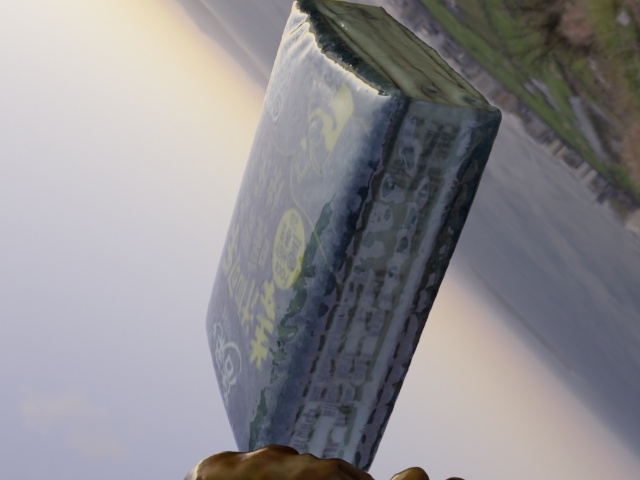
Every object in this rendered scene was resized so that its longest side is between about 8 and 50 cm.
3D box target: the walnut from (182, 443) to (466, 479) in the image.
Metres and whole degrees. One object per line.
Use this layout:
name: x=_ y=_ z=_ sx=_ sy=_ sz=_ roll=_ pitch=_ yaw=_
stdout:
walnut: x=0.012 y=0.153 z=0.334 sx=0.170 sy=0.143 sz=0.069 roll=25 pitch=159 yaw=10

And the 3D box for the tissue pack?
tissue pack: x=0.000 y=0.000 z=0.537 sx=0.081 sy=0.257 sz=0.185 roll=7 pitch=-152 yaw=-21
